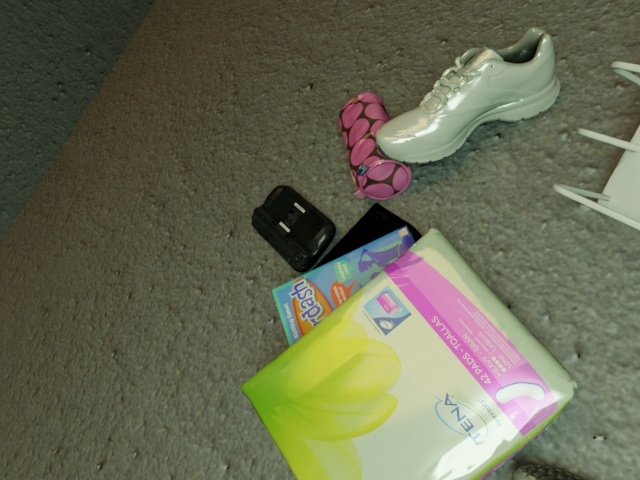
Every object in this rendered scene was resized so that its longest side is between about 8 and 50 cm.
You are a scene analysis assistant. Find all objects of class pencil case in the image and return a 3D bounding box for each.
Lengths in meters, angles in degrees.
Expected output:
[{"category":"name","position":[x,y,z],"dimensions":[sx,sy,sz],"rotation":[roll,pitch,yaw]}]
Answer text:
[{"category":"pencil case","position":[0.085,-0.166,0.860],"dimensions":[0.098,0.095,0.209],"rotation":[-37,40,27]}]

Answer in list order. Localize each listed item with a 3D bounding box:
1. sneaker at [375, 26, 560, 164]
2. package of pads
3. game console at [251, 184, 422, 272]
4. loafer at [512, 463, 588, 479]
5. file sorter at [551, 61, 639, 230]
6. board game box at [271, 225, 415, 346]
[{"category":"sneaker","position":[0.213,-0.220,0.745],"dimensions":[0.297,0.129,0.111],"rotation":[-27,50,1]},{"category":"package of pads","position":[0.091,0.168,0.547],"dimensions":[0.297,0.101,0.229],"rotation":[-40,65,5]},{"category":"game console","position":[0.000,0.000,0.827],"dimensions":[0.213,0.044,0.361],"rotation":[-46,45,-2]},{"category":"loafer","position":[0.274,0.274,0.398],"dimensions":[0.251,0.094,0.087],"rotation":[12,90,51]},{"category":"file sorter","position":[0.383,-0.127,0.464],"dimensions":[0.193,0.173,0.277],"rotation":[43,121,47]},{"category":"board game box","position":[0.055,0.097,0.664],"dimensions":[0.210,0.047,0.160],"rotation":[-27,65,12]}]
